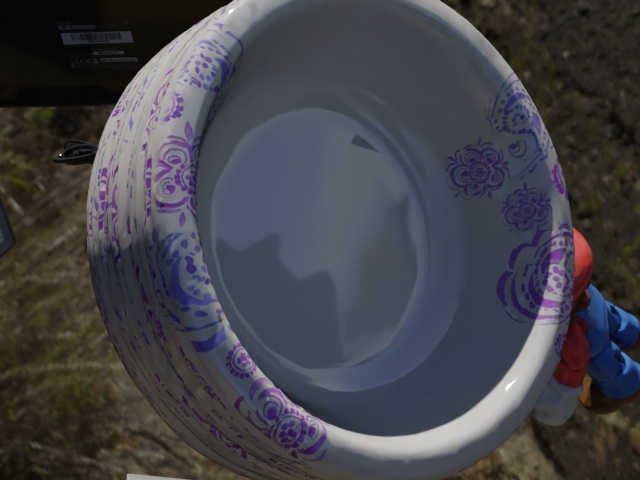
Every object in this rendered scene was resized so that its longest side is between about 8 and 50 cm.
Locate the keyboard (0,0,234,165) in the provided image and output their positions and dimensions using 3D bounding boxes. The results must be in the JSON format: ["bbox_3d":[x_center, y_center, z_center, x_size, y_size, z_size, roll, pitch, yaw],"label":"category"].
[{"bbox_3d":[-0.160,-0.130,1.004,0.317,0.202,0.033,1,40,12],"label":"keyboard"}]

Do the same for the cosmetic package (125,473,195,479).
[{"bbox_3d":[-0.126,0.334,1.130,0.127,0.238,0.107,6,13,-11],"label":"cosmetic package"}]

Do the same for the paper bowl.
[{"bbox_3d":[0.000,0.000,0.747,0.148,0.284,0.284,-18,40,54],"label":"paper bowl"}]

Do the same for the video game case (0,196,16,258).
[{"bbox_3d":[-0.270,0.020,0.633,0.026,0.196,0.274,24,54,25],"label":"video game case"}]

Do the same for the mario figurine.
[{"bbox_3d":[0.245,0.076,1.452,0.170,0.320,0.198,-43,44,5],"label":"mario figurine"}]
